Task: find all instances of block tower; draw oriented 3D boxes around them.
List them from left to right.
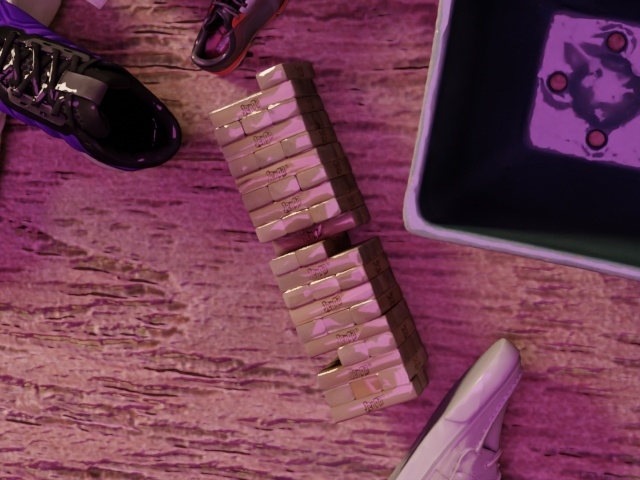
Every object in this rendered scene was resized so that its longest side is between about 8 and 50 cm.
[{"bbox_3d":[0.000,0.000,1.285,0.097,0.091,0.335,-20,92,18],"label":"block tower"}]

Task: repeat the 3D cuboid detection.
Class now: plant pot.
[{"bbox_3d":[0.232,-0.118,1.113,0.247,0.252,0.247,12,102,14],"label":"plant pot"}]

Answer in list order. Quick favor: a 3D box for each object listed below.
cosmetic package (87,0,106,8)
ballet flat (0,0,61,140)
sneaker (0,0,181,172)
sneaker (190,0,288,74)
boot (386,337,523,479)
[{"bbox_3d":[-0.309,-0.388,1.178,0.365,0.197,0.155,32,108,-22],"label":"cosmetic package"},{"bbox_3d":[-0.387,-0.130,1.356,0.139,0.139,0.400,30,106,10],"label":"ballet flat"},{"bbox_3d":[-0.248,-0.150,1.232,0.293,0.146,0.102,27,85,-31],"label":"sneaker"},{"bbox_3d":[-0.075,-0.227,1.282,0.061,0.065,0.158,32,106,9],"label":"sneaker"},{"bbox_3d":[0.151,0.221,1.287,0.123,0.095,0.258,34,115,2],"label":"boot"}]
